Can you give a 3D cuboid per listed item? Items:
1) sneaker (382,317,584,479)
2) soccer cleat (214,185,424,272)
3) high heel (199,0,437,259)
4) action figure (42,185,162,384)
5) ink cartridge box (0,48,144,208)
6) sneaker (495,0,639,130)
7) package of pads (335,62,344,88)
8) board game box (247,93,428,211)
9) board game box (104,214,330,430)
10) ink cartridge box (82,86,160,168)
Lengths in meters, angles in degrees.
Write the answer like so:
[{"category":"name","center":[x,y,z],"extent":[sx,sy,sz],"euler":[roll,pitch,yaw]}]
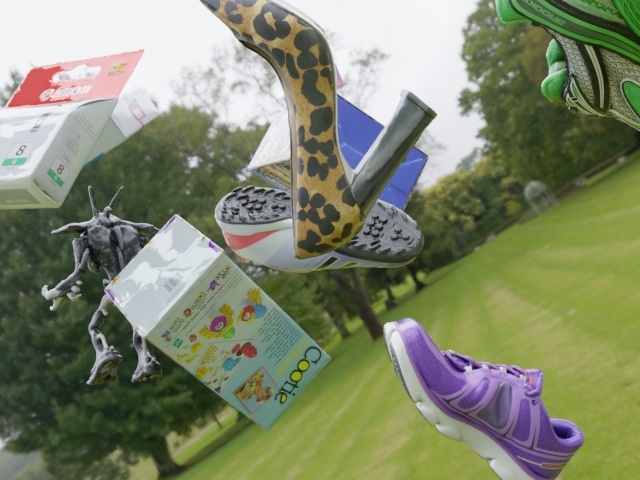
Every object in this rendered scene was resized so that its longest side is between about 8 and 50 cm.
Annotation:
[{"category":"sneaker","center":[0.110,0.100,0.507],"extent":[0.071,0.170,0.068],"euler":[-47,20,10]},{"category":"soccer cleat","center":[0.000,0.000,1.079],"extent":[0.318,0.116,0.108],"euler":[9,46,24]},{"category":"high heel","center":[-0.049,-0.111,0.680],"extent":[0.186,0.261,0.093],"euler":[-54,4,9]},{"category":"action figure","center":[-0.309,0.068,1.076],"extent":[0.164,0.275,0.141],"euler":[2,-20,-44]},{"category":"ink cartridge box","center":[-0.306,-0.132,0.788],"extent":[0.181,0.056,0.224],"euler":[0,56,26]},{"category":"sneaker","center":[0.283,-0.153,0.657],"extent":[0.146,0.343,0.134],"euler":[-28,33,37]},{"category":"package of pads","center":[0.003,-0.324,1.527],"extent":[0.083,0.050,0.032],"euler":[-23,-1,-18]},{"category":"board game box","center":[0.026,-0.152,1.476],"extent":[0.141,0.232,0.291],"euler":[-63,22,-10]},{"category":"board game box","center":[-0.135,0.118,1.038],"extent":[0.144,0.275,0.142],"euler":[-48,41,-9]},{"category":"ink cartridge box","center":[-0.287,-0.156,1.030],"extent":[0.088,0.052,0.122],"euler":[-28,15,22]}]
